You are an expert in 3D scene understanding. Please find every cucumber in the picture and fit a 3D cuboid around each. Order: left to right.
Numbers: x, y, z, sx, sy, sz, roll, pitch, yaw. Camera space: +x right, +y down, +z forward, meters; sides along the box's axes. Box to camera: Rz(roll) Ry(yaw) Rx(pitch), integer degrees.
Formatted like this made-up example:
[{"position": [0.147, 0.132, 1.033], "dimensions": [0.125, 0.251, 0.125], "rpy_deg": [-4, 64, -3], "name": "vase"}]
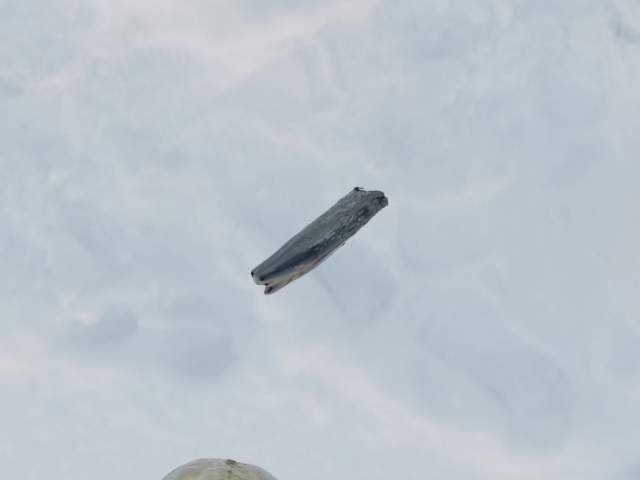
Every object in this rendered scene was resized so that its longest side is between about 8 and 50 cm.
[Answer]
[{"position": [0.001, 0.000, 1.325], "dimensions": [0.135, 0.034, 0.033], "rpy_deg": [-41, 117, -18], "name": "cucumber"}]

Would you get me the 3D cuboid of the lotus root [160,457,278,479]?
[{"position": [-0.088, 0.207, 1.091], "dimensions": [0.110, 0.258, 0.097], "rpy_deg": [-39, 83, 12], "name": "lotus root"}]
